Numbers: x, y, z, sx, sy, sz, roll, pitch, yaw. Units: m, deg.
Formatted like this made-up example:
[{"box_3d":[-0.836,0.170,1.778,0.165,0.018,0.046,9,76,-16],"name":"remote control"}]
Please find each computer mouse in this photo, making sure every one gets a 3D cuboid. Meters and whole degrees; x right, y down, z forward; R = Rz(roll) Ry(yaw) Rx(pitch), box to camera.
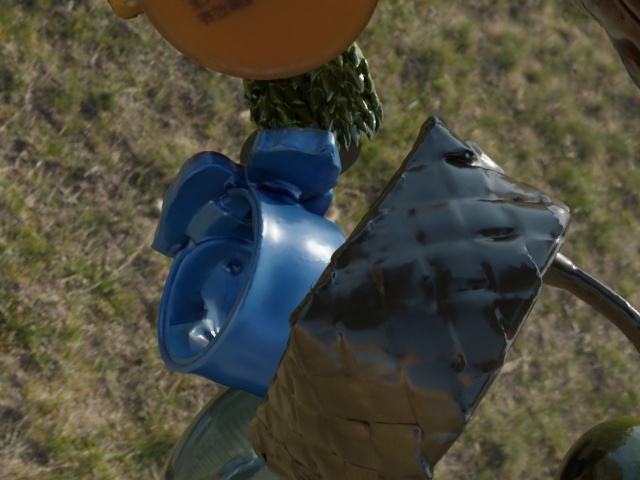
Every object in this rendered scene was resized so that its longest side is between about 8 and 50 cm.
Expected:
[{"box_3d":[-0.061,0.248,1.363,0.429,0.228,0.145,-32,61,-17],"name":"computer mouse"}]

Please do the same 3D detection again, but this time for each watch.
[{"box_3d":[-0.059,0.029,1.205,0.241,0.305,0.275,21,43,-26],"name":"watch"}]

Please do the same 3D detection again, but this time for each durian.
[{"box_3d":[-0.025,-0.239,1.270,0.198,0.163,0.394,-93,162,-45],"name":"durian"}]

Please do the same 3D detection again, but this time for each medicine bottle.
[{"box_3d":[-0.021,-0.180,0.480,0.222,0.149,0.112,-87,152,-48],"name":"medicine bottle"}]

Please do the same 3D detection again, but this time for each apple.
[{"box_3d":[0.365,0.292,1.168,0.196,0.196,0.157,32,78,-22],"name":"apple"}]

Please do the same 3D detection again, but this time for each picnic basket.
[{"box_3d":[0.134,0.122,0.796,0.337,0.337,0.293,42,61,-14],"name":"picnic basket"}]

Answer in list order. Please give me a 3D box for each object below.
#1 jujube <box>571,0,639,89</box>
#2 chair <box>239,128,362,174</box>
[{"box_3d":[0.209,-0.143,0.412,0.246,0.215,0.308,33,23,-43],"name":"jujube"},{"box_3d":[0.000,0.000,1.722,0.226,0.226,0.401,12,50,-34],"name":"chair"}]
